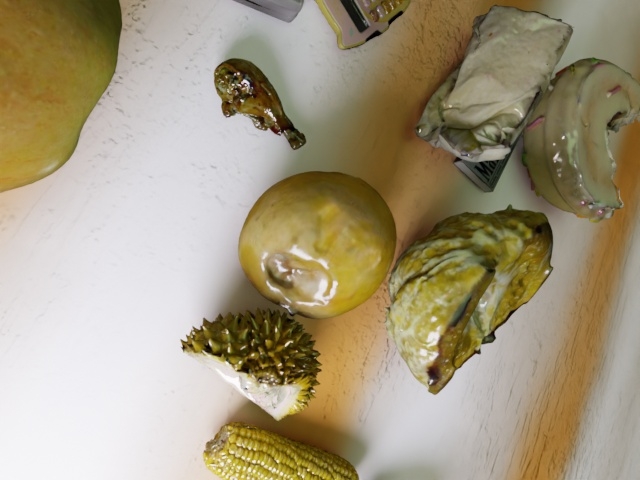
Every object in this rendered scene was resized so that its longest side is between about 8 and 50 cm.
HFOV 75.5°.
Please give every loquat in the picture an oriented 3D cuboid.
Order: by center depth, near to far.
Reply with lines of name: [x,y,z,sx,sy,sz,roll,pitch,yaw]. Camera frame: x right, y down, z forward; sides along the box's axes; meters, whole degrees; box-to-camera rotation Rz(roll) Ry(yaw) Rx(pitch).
loquat: [0.000,0.000,0.628,0.244,0.244,0.243,-1,92,-27]

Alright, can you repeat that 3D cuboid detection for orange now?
orange: [0.252,0.072,0.750,0.369,0.210,0.271,-34,144,-20]

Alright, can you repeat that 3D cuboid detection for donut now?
donut: [0.607,-0.244,0.968,0.307,0.150,0.371,28,78,-25]

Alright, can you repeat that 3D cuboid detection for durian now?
durian: [-0.087,0.162,0.600,0.138,0.183,0.249,-51,156,-17]

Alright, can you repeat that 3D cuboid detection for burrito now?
burrito: [0.330,-0.293,0.822,0.190,0.135,0.331,28,81,11]

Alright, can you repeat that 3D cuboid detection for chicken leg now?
chicken leg: [-0.095,-0.207,0.659,0.178,0.070,0.093,39,80,-33]

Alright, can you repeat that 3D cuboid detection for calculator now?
calculator: [0.077,-0.453,0.755,0.236,0.033,0.157,-44,109,-22]

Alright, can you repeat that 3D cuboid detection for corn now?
corn: [-0.056,0.374,0.676,0.293,0.106,0.106,34,76,-21]

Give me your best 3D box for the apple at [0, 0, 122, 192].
apple: [-0.361,-0.197,0.384,0.305,0.338,0.338,4,90,-47]

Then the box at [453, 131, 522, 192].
box: [0.370,-0.209,0.910,0.115,0.036,0.177,35,76,-22]

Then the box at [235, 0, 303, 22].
box: [-0.138,-0.429,0.630,0.244,0.055,0.103,9,88,-27]
